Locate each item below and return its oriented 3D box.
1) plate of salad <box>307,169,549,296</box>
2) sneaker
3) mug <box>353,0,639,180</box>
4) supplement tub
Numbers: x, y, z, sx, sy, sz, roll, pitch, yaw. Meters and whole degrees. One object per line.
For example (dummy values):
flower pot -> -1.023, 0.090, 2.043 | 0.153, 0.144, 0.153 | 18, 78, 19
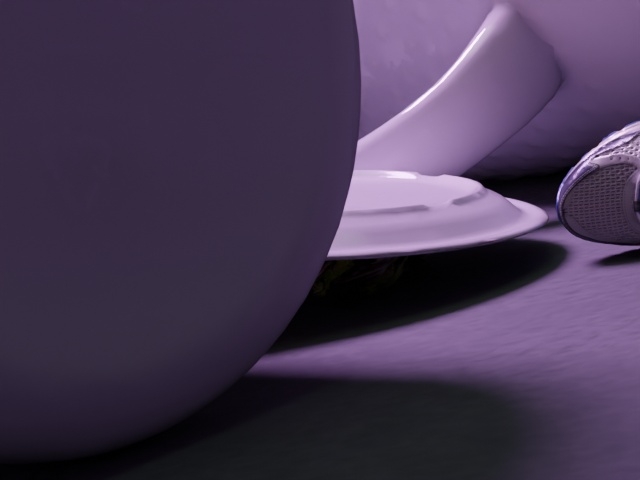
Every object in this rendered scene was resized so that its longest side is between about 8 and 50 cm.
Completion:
plate of salad -> 0.000, 0.000, 0.680 | 0.199, 0.048, 0.200 | -1, 10, 0
sneaker -> 0.154, -0.022, 0.593 | 0.135, 0.052, 0.058 | -9, 12, 21
mug -> 0.094, -0.140, 0.906 | 0.328, 0.276, 0.374 | -18, 30, 49
supplement tub -> -0.173, -0.049, 0.559 | 0.241, 0.241, 0.331 | -18, 10, -41
